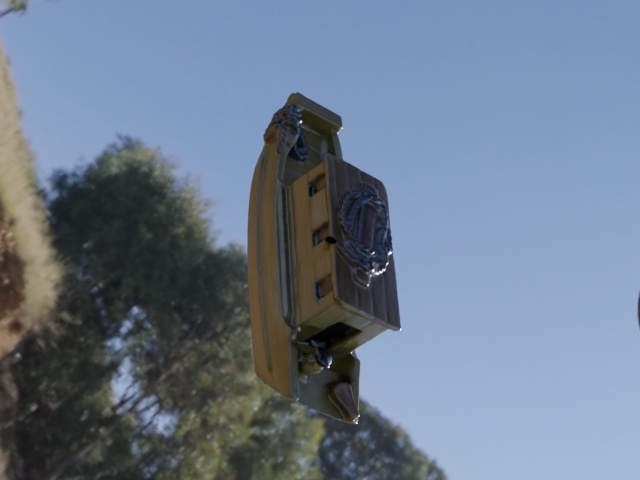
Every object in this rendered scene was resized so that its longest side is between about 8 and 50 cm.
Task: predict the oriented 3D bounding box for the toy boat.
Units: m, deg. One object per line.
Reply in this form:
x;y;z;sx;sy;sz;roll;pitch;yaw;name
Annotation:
0.000;0.000;0.511;0.057;0.200;0.077;25;-45;-34;toy boat

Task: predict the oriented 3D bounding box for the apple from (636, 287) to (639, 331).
0.246;0.046;0.524;0.126;0.102;0.126;35;-48;50;apple
